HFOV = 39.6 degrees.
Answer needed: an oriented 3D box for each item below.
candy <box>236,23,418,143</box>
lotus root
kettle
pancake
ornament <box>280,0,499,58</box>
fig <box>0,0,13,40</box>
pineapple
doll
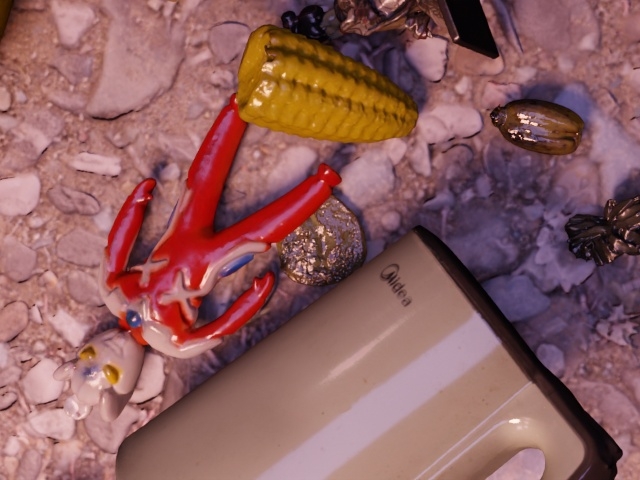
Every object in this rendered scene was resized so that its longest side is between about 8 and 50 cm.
[{"bbox_3d":[0.013,-0.145,0.904,0.198,0.106,0.094,14,78,-26],"label":"candy"},{"bbox_3d":[0.223,-0.119,0.923,0.099,0.049,0.054,15,103,5],"label":"lotus root"},{"bbox_3d":[0.044,0.210,0.827,0.376,0.361,0.250,-39,130,4],"label":"kettle"},{"bbox_3d":[0.000,-0.001,0.970,0.108,0.017,0.108,0,93,6],"label":"pancake"},{"bbox_3d":[0.054,-0.226,0.904,0.196,0.166,0.153,-20,85,26],"label":"ornament"},{"bbox_3d":[-0.476,-0.258,0.847,0.343,0.343,0.344,0,93,6],"label":"fig"},{"bbox_3d":[0.331,-0.021,0.911,0.159,0.074,0.074,-20,91,13],"label":"pineapple"},{"bbox_3d":[-0.151,0.035,0.950,0.188,0.099,0.384,37,94,12],"label":"doll"}]
